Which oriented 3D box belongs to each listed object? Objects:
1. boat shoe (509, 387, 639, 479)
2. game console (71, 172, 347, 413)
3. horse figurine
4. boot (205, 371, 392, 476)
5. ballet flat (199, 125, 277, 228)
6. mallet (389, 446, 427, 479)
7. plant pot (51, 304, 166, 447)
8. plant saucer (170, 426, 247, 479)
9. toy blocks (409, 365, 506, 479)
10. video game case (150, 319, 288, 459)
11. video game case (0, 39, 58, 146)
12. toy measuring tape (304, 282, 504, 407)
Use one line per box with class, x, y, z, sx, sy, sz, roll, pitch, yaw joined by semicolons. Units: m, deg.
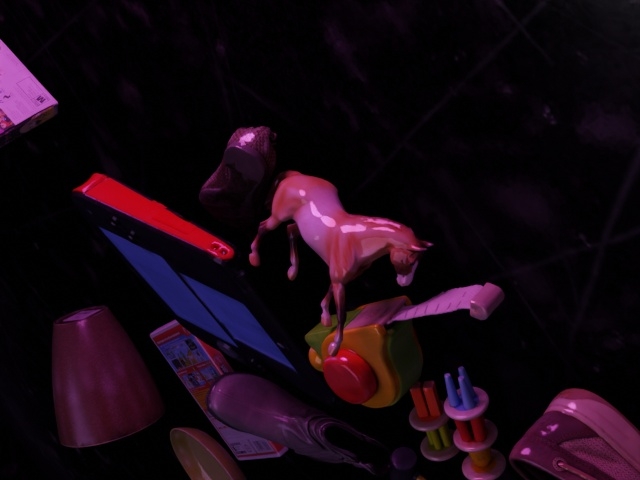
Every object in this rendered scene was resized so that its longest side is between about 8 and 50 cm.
boat shoe;0.323;0.299;0.992;0.342;0.123;0.123;46;151;13
game console;-0.153;0.077;1.423;0.342;0.060;0.386;28;160;40
horse figurine;0.000;0.000;1.171;0.263;0.066;0.174;48;131;38
boot;-0.024;0.251;1.438;0.246;0.083;0.161;28;164;-24
ballet flat;-0.097;-0.079;1.283;0.084;0.058;0.250;29;156;-1
mallet;0.168;0.337;1.370;0.189;0.039;0.062;28;146;32
plant pot;-0.436;0.252;2.034;0.215;0.215;0.231;1;108;56
plant saucer;-0.208;0.460;2.069;0.241;0.037;0.241;36;147;28
toy blocks;0.150;0.200;1.216;0.123;0.054;0.148;18;136;47
video game case;-0.181;0.260;1.816;0.285;0.025;0.204;55;152;-4
video game case;-0.568;-0.237;1.640;0.232;0.210;0.042;46;151;12
toy measuring tape;0.098;0.125;1.164;0.330;0.121;0.121;-18;107;52
